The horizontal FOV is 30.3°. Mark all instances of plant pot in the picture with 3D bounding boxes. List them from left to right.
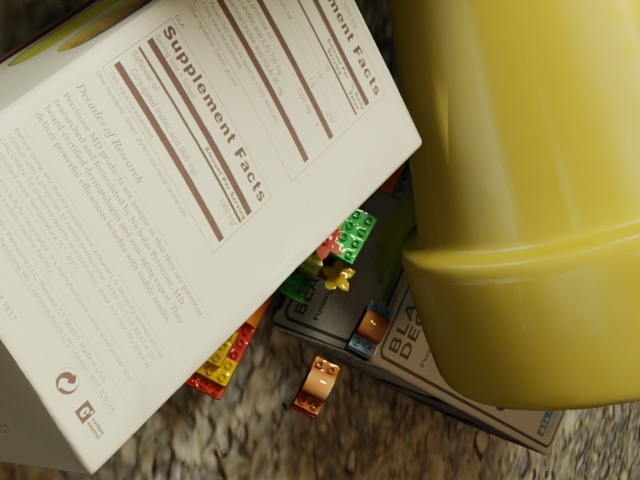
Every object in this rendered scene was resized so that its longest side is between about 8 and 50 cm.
[{"bbox_3d":[0.149,-0.070,0.645,0.254,0.254,0.239,-30,106,-39],"label":"plant pot"}]

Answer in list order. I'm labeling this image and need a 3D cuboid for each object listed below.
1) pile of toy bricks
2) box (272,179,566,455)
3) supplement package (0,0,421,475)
[{"bbox_3d":[0.000,0.000,0.685,0.212,0.118,0.105,-64,179,-12],"label":"pile of toy bricks"},{"bbox_3d":[0.107,0.042,0.874,0.290,0.087,0.169,35,77,-50],"label":"box"},{"bbox_3d":[-0.091,-0.030,0.536,0.244,0.139,0.133,-46,117,-37],"label":"supplement package"}]
